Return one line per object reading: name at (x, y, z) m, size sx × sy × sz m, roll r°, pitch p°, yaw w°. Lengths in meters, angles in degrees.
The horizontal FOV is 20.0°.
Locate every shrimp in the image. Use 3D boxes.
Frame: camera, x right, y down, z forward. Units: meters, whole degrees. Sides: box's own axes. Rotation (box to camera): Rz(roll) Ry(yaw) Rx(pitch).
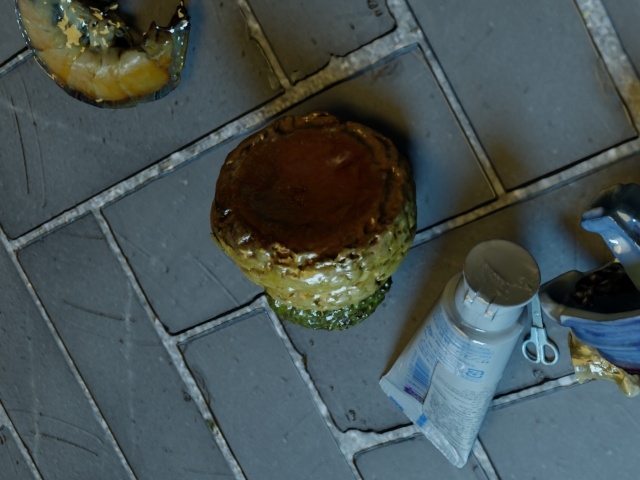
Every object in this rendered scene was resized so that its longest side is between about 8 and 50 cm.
shrimp at (-0.212, -0.252, 1.712) m, size 0.222 × 0.054 × 0.290 m, roll 19°, pitch 127°, yaw 35°

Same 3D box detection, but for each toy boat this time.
toy boat at (0.272, 0.017, 1.376) m, size 0.142 × 0.129 × 0.309 m, roll 51°, pitch 146°, yaw -12°

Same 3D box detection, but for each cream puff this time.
cream puff at (0.000, 0.000, 1.611) m, size 0.183 × 0.183 × 0.169 m, roll 29°, pitch 154°, yaw 27°

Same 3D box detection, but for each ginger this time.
ginger at (0.228, 0.101, 1.536) m, size 0.097 × 0.030 × 0.048 m, roll 49°, pitch 134°, yaw 12°

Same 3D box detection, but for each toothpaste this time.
toothpaste at (0.121, 0.100, 1.587) m, size 0.114 × 0.073 × 0.299 m, roll 44°, pitch 152°, yaw 15°

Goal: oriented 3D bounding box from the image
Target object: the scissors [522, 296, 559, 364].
scissors at (0.189, 0.070, 1.572) m, size 0.036 × 0.006 × 0.083 m, roll 10°, pitch 118°, yaw 35°
